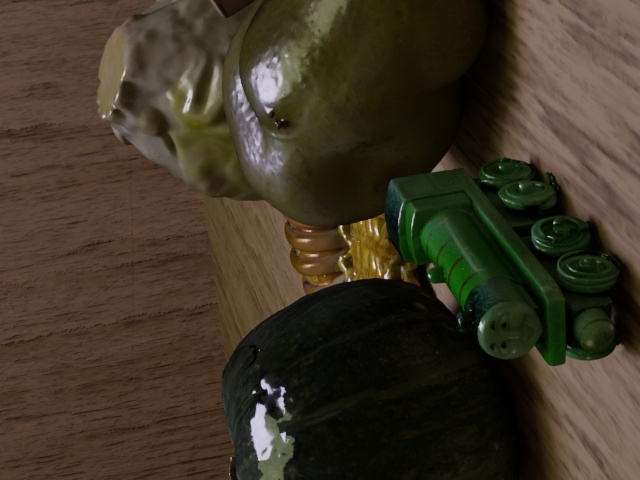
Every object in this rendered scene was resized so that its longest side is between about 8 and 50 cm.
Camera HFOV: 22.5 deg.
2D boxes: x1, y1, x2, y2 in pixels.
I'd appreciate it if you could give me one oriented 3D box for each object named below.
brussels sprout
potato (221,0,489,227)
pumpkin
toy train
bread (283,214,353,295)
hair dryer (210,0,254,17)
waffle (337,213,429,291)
[{"bbox_3d":[-0.070,-0.179,1.667,0.317,0.274,0.242,21,-141,-47],"label":"brussels sprout"},{"bbox_3d":[0.034,-0.154,1.357,0.351,0.203,0.218,115,158,-52],"label":"potato"},{"bbox_3d":[0.040,0.185,1.485,0.327,0.258,0.291,118,134,-83],"label":"pumpkin"},{"bbox_3d":[0.130,0.013,1.163,0.251,0.119,0.085,-116,19,-63],"label":"toy train"},{"bbox_3d":[0.000,0.000,2.054,0.119,0.084,0.177,-121,19,-67],"label":"bread"},{"bbox_3d":[-0.103,-0.392,1.443,0.344,0.189,0.107,56,-179,-1],"label":"hair dryer"},{"bbox_3d":[0.060,0.028,1.775,0.280,0.060,0.262,97,163,-51],"label":"waffle"}]
